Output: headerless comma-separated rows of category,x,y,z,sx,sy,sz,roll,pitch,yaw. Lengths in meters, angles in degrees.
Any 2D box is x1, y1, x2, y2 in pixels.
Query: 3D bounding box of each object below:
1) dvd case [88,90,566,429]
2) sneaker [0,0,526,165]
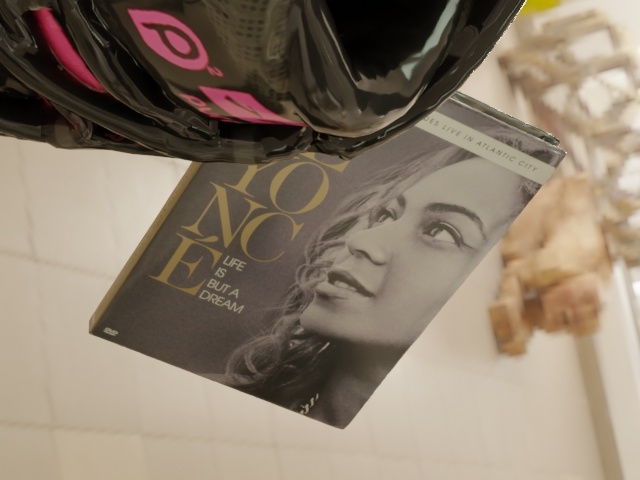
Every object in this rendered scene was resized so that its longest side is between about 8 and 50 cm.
dvd case,0.000,0.000,0.870,0.165,0.221,0.018,23,31,-21
sneaker,-0.064,-0.102,0.434,0.185,0.483,0.202,19,49,-47
